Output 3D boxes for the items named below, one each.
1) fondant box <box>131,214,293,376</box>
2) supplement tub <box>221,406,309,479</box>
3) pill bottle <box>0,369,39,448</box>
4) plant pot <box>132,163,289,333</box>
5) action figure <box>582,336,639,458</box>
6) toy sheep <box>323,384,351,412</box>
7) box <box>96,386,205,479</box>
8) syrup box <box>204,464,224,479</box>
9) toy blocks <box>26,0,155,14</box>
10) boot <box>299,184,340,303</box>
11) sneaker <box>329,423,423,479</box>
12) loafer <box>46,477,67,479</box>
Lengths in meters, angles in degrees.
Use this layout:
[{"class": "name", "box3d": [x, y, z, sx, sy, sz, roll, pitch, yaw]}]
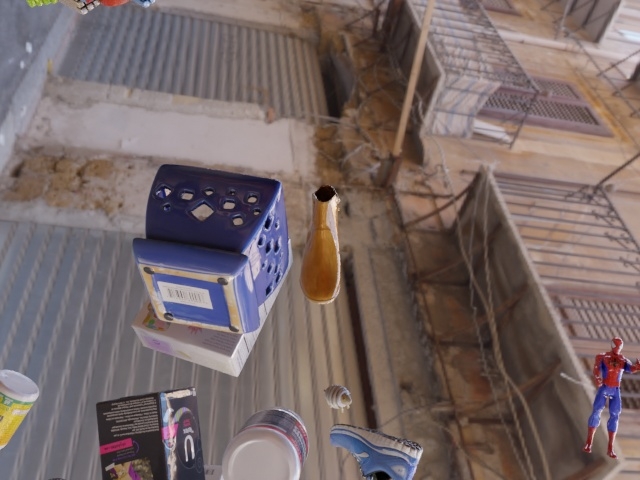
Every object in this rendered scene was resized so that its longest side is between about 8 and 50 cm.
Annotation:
[{"class": "fondant box", "box3d": [-0.233, 0.115, 1.396, 0.096, 0.239, 0.330, 87, 23, -51]}, {"class": "supplement tub", "box3d": [-0.131, 0.542, 1.576, 0.272, 0.191, 0.191, 4, 92, -84]}, {"class": "pill bottle", "box3d": [-0.784, 0.427, 1.477, 0.208, 0.118, 0.117, -56, -168, -1]}, {"class": "plant pot", "box3d": [-0.197, 0.026, 1.108, 0.235, 0.236, 0.212, 89, 13, -48]}, {"class": "action figure", "box3d": [0.681, 0.365, 1.439, 0.139, 0.092, 0.280, 35, 66, -71]}, {"class": "toy sheep", "box3d": [0.058, 0.554, 2.180, 0.132, 0.091, 0.091, 5, -91, 42]}, {"class": "box", "box3d": [-0.330, 0.440, 1.224, 0.165, 0.144, 0.270, 30, 50, -74]}, {"class": "syrup box", "box3d": [-0.304, 0.723, 1.640, 0.096, 0.093, 0.236, -80, 171, -68]}, {"class": "toy blocks", "box3d": [-0.431, -0.609, 1.335, 0.381, 0.261, 0.190, -45, 152, -22]}, {"class": "boot", "box3d": [0.001, 0.000, 1.551, 0.295, 0.104, 0.211, -89, -179, -57]}, {"class": "sneaker", "box3d": [0.135, 0.612, 1.742, 0.330, 0.130, 0.147, -1, -110, 52]}, {"class": "loafer", "box3d": [-0.493, 0.657, 1.284, 0.365, 0.130, 0.134, 57, 25, -6]}]
